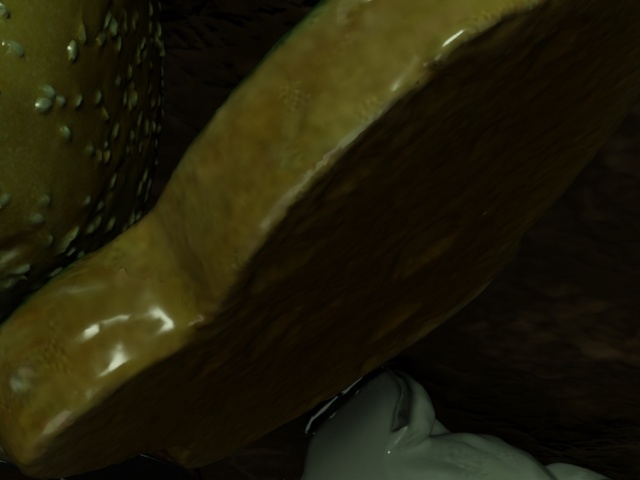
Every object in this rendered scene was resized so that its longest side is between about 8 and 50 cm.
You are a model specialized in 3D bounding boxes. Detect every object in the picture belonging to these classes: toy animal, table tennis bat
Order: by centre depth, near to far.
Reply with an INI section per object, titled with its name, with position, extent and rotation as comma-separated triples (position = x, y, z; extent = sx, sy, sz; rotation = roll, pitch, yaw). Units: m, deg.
[toy animal]
position = 0.130, 0.236, 0.894
extent = 0.357, 0.194, 0.258
rotation = 26, 137, -38
[table tennis bat]
position = -0.208, 0.187, 1.054
extent = 0.220, 0.019, 0.130
rotation = 9, 148, 0

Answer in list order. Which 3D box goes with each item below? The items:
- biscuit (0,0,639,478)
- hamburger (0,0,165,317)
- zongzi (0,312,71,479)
[biscuit]
position = -0.001, -0.002, 0.493
extent = 0.287, 0.057, 0.343
rotation = -30, 162, -22
[hamburger]
position = -0.121, -0.073, 0.452
extent = 0.122, 0.189, 0.215
rotation = 0, 147, -2
[zongzi]
position = -0.203, 0.062, 0.784
extent = 0.194, 0.099, 0.197
rotation = 22, 140, -19
